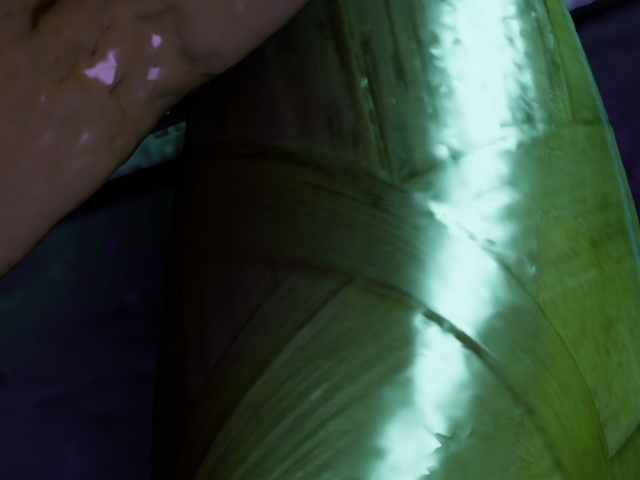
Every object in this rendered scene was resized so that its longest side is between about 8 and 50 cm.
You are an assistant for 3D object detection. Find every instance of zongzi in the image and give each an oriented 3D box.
[{"bbox_3d":[0.000,0.000,0.418,0.115,0.256,0.228,-14,79,18],"label":"zongzi"}]

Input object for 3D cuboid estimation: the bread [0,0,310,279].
[{"bbox_3d":[-0.066,-0.061,0.427,0.361,0.138,0.077,-42,117,-4],"label":"bread"}]
